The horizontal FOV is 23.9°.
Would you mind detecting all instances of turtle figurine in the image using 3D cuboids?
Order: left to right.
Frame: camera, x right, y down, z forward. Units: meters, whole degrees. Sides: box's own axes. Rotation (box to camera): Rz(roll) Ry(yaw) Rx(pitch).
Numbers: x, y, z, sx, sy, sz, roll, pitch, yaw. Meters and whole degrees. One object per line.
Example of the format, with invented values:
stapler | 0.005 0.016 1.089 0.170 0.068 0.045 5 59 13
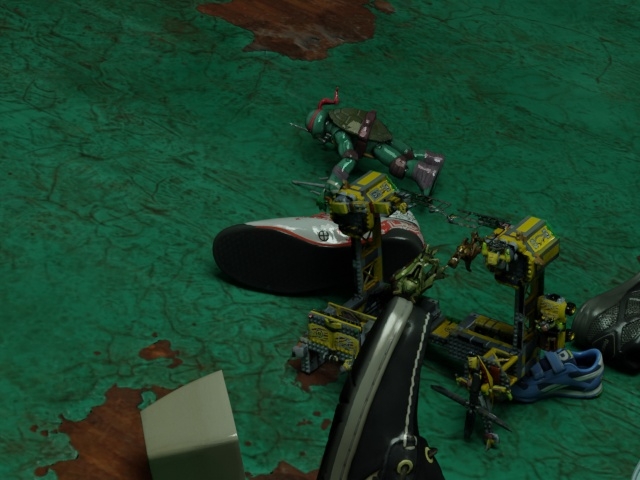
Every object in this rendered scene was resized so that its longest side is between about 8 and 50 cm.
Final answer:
turtle figurine | 0.055 -0.127 2.128 0.234 0.118 0.175 20 36 7

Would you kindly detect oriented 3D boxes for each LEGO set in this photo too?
LEGO set | 0.106 0.074 1.738 0.331 0.255 0.192 25 38 27

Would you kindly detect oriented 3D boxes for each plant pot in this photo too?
plant pot | -0.136 0.219 1.605 0.096 0.109 0.109 -11 38 -7

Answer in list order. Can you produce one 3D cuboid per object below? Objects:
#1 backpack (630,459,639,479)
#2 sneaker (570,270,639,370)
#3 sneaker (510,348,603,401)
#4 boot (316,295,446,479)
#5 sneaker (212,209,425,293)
backpack | 0.439 0.294 1.553 0.253 0.191 0.225 25 46 30
sneaker | 0.436 0.096 1.915 0.227 0.087 0.130 -26 49 -35
sneaker | 0.274 0.156 1.814 0.144 0.059 0.053 -4 39 -16
boot | 0.134 0.265 1.428 0.284 0.377 0.138 15 -9 0
sneaker | 0.001 0.001 1.960 0.270 0.090 0.145 0 21 3
